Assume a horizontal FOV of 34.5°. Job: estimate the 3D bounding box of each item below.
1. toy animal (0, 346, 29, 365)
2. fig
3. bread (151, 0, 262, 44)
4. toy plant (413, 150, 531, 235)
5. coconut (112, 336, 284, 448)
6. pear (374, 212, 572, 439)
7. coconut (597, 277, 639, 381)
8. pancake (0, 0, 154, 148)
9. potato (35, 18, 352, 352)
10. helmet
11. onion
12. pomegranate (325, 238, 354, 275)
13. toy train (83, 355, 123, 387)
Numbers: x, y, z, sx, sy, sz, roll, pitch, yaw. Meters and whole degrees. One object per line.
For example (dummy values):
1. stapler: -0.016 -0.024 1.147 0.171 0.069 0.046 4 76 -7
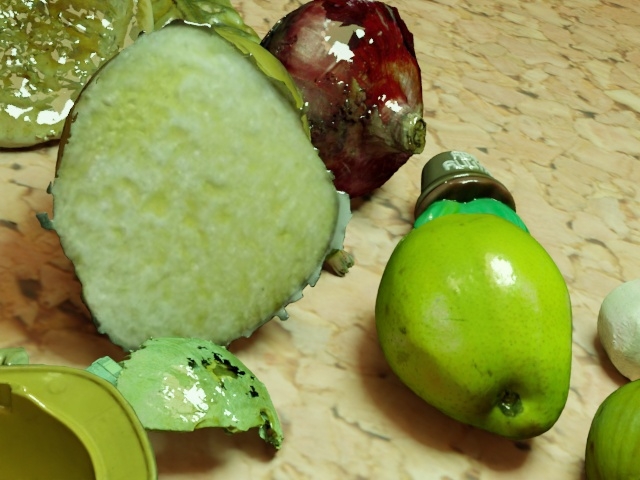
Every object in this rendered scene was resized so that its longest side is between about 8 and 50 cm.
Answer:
1. toy animal: -0.320 0.124 0.786 0.101 0.103 0.219 2 34 13
2. fig: 0.297 0.209 0.885 0.142 0.148 0.186 29 70 -2
3. bread: -0.159 -0.247 1.337 0.152 0.130 0.268 -11 41 -20
4. toy plant: 0.167 -0.018 1.165 0.142 0.105 0.200 12 38 -23
5. coconut: -0.100 0.121 0.857 0.158 0.055 0.133 5 40 -47
6. pear: 0.147 0.082 0.959 0.187 0.187 0.220 1 55 -21
7. coconut: 0.353 0.100 1.077 0.110 0.110 0.124 7 28 -13
8. pancake: -0.389 -0.270 1.197 0.382 0.071 0.382 11 62 -21
9. potato: -0.139 -0.064 1.001 0.288 0.301 0.237 -33 23 -12
10. helmet: -0.237 0.198 0.654 0.257 0.140 0.205 -12 44 -27
11. onion: 0.034 -0.152 1.182 0.219 0.252 0.252 25 33 32
12. pomegranate: 0.001 -0.003 1.104 0.084 0.073 0.073 20 34 6
13. toy train: -0.202 0.150 0.830 0.071 0.038 0.148 31 35 20
